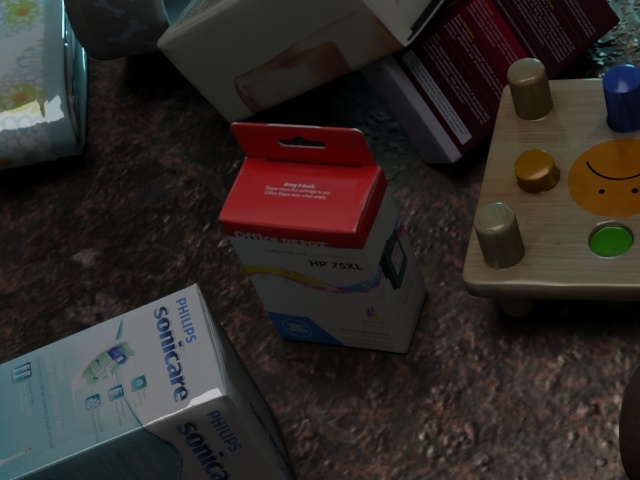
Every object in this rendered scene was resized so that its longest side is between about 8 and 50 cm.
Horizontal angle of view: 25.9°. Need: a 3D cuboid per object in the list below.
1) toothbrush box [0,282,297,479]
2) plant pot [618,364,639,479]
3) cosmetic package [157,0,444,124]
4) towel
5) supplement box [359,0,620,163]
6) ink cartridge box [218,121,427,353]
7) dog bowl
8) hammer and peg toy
[{"bbox_3d":[-0.188,0.193,1.163,0.296,0.216,0.126,-22,48,4],"label":"toothbrush box"},{"bbox_3d":[0.346,0.145,1.021,0.230,0.215,0.215,2,52,40],"label":"plant pot"},{"bbox_3d":[-0.013,-0.241,1.419,0.296,0.129,0.153,-15,33,52],"label":"cosmetic package"},{"bbox_3d":[-0.441,-0.205,1.663,0.321,0.090,0.374,-13,45,3],"label":"towel"},{"bbox_3d":[0.170,-0.199,1.399,0.239,0.130,0.073,-40,15,-13],"label":"supplement box"},{"bbox_3d":[0.000,0.000,1.238,0.134,0.231,0.078,5,54,25],"label":"ink cartridge box"},{"bbox_3d":[-0.189,-0.372,1.562,0.102,0.348,0.348,6,53,9],"label":"dog bowl"},{"bbox_3d":[0.322,-0.055,1.232,0.361,0.127,0.266,-1,50,21],"label":"hammer and peg toy"}]
